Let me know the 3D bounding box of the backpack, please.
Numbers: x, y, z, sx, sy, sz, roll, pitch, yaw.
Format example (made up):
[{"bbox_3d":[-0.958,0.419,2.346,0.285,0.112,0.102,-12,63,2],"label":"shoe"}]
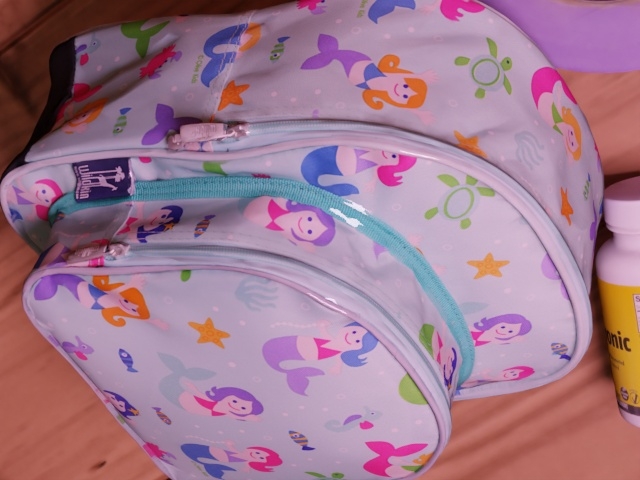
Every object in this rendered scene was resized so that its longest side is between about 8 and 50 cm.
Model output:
[{"bbox_3d":[0.000,0.000,0.840,0.253,0.191,0.225,-11,137,22],"label":"backpack"}]

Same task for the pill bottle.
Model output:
[{"bbox_3d":[0.169,0.029,0.886,0.065,0.065,0.116,-6,106,19],"label":"pill bottle"}]

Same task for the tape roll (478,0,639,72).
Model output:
[{"bbox_3d":[0.131,-0.176,0.821,0.189,0.080,0.189,5,109,16],"label":"tape roll"}]
